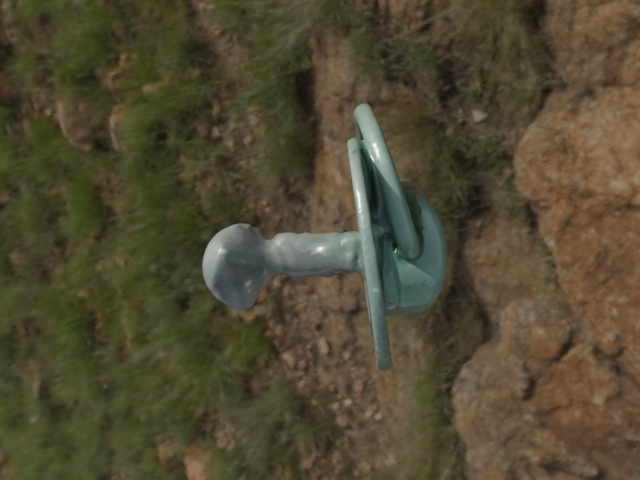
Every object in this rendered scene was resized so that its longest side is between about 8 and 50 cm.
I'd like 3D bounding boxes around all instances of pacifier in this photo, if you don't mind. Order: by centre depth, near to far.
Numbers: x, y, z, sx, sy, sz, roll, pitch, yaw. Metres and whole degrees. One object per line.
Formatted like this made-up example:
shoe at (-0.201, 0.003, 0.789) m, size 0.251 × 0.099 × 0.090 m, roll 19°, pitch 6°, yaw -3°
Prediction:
pacifier at (0.000, 0.000, 0.478) m, size 0.150 × 0.117 × 0.126 m, roll -76°, pitch -19°, yaw -80°
